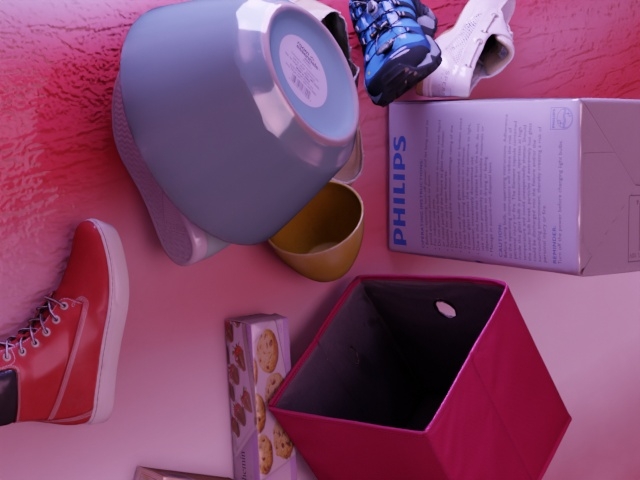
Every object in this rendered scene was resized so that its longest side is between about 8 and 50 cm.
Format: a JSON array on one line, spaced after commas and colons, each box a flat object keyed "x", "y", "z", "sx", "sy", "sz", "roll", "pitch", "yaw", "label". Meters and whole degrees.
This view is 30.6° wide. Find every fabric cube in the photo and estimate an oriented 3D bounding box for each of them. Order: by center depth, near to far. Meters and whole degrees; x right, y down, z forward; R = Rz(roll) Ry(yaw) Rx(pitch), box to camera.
[{"x": 0.139, "y": 0.225, "z": 1.535, "sx": 0.259, "sy": 0.254, "sz": 0.258, "roll": -54, "pitch": 128, "yaw": -33, "label": "fabric cube"}]

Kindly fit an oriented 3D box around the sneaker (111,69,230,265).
[{"x": -0.159, "y": -0.110, "z": 1.444, "sx": 0.151, "sy": 0.094, "sz": 0.256, "roll": -26, "pitch": 101, "yaw": -46, "label": "sneaker"}]

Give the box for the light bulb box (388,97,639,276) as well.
[{"x": 0.339, "y": -0.086, "z": 1.640, "sx": 0.357, "sy": 0.361, "sz": 0.225, "roll": -3, "pitch": 96, "yaw": -36, "label": "light bulb box"}]

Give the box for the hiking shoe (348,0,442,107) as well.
[{"x": 0.079, "y": -0.272, "z": 1.529, "sx": 0.113, "sy": 0.304, "sz": 0.132, "roll": -36, "pitch": 109, "yaw": 18, "label": "hiking shoe"}]

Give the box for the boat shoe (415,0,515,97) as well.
[{"x": 0.233, "y": -0.275, "z": 1.674, "sx": 0.277, "sy": 0.096, "sz": 0.098, "roll": -51, "pitch": 152, "yaw": -41, "label": "boat shoe"}]

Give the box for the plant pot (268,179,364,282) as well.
[{"x": 0.000, "y": 0.000, "z": 1.550, "sx": 0.134, "sy": 0.134, "sz": 0.095, "roll": -46, "pitch": 142, "yaw": -25, "label": "plant pot"}]

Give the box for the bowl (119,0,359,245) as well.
[{"x": -0.069, "y": -0.165, "z": 1.377, "sx": 0.311, "sy": 0.163, "sz": 0.312, "roll": 33, "pitch": 46, "yaw": -43, "label": "bowl"}]

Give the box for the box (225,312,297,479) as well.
[{"x": -0.075, "y": 0.259, "z": 1.535, "sx": 0.067, "sy": 0.063, "sz": 0.324, "roll": -6, "pitch": 96, "yaw": -37, "label": "box"}]

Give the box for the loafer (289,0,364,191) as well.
[{"x": 0.005, "y": -0.191, "z": 1.551, "sx": 0.102, "sy": 0.092, "sz": 0.269, "roll": -24, "pitch": 106, "yaw": -33, "label": "loafer"}]

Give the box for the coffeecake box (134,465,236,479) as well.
[{"x": -0.175, "y": 0.388, "z": 1.466, "sx": 0.142, "sy": 0.068, "sz": 0.186, "roll": 16, "pitch": 84, "yaw": -37, "label": "coffeecake box"}]

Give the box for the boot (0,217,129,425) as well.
[{"x": -0.319, "y": 0.093, "z": 1.334, "sx": 0.176, "sy": 0.088, "sz": 0.244, "roll": 4, "pitch": 94, "yaw": -35, "label": "boot"}]
